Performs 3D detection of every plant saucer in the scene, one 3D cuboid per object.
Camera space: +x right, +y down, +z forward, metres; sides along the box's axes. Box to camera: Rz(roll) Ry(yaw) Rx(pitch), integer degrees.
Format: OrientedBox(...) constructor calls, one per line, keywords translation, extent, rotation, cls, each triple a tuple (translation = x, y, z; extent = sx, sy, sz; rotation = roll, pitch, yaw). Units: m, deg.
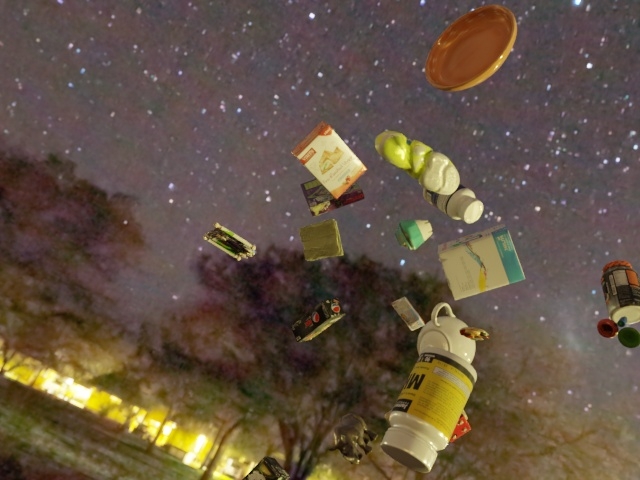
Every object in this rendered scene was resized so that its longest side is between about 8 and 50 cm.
OrientedBox(translation=(0.301, -0.375, 1.268), extent=(0.200, 0.199, 0.037), rotation=(1, -26, 48), cls="plant saucer")

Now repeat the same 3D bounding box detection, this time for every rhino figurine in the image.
OrientedBox(translation=(0.079, 0.522, 1.669), extent=(0.106, 0.073, 0.243), rotation=(44, 11, 7), cls="rhino figurine")

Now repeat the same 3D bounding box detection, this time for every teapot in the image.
OrientedBox(translation=(0.478, 0.416, 2.543), extent=(0.187, 0.256, 0.252), rotation=(5, -42, -48), cls="teapot")

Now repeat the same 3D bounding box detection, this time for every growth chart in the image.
OrientedBox(translation=(-0.287, 0.009, 2.037), extent=(0.172, 0.021, 0.237), rotation=(32, -19, -14), cls="growth chart")

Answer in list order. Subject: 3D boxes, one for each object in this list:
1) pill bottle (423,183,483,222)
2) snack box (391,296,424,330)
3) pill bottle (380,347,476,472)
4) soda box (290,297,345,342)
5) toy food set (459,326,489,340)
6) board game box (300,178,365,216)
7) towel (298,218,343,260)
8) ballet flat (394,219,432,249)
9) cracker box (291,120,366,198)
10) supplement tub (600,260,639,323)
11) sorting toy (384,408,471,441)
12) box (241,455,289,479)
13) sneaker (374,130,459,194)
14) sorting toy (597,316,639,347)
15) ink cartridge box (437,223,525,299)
OrientedBox(translation=(0.377, -0.117, 1.810), extent=(0.169, 0.094, 0.094), rotation=(43, -2, 46), cls="pill bottle")
OrientedBox(translation=(0.369, 0.309, 2.680), extent=(0.064, 0.022, 0.178), rotation=(-28, -57, 17), cls="snack box")
OrientedBox(translation=(0.203, 0.318, 1.206), extent=(0.119, 0.208, 0.119), rotation=(25, -28, 15), cls="pill bottle")
OrientedBox(translation=(-0.008, 0.221, 1.768), extent=(0.060, 0.053, 0.169), rotation=(-5, -27, -43), cls="soda box")
OrientedBox(translation=(0.437, 0.266, 1.818), extent=(0.083, 0.020, 0.083), rotation=(20, -21, -21), cls="toy food set")
OrientedBox(translation=(0.039, -0.193, 2.492), extent=(0.347, 0.208, 0.056), rotation=(-110, 176, -70), cls="board game box")
OrientedBox(translation=(0.000, 0.000, 1.842), extent=(0.148, 0.110, 0.027), rotation=(-11, 3, 43), cls="towel")
OrientedBox(translation=(0.246, -0.024, 1.674), extent=(0.247, 0.087, 0.083), rotation=(-3, 68, -87), cls="ballet flat")
OrientedBox(translation=(0.032, -0.278, 2.230), extent=(0.232, 0.156, 0.067), rotation=(44, 2, -32), cls="cracker box")
OrientedBox(translation=(0.986, 0.167, 2.087), extent=(0.117, 0.190, 0.117), rotation=(4, -40, 4), cls="supplement tub")
OrientedBox(translation=(0.394, 0.649, 2.268), extent=(0.257, 0.256, 0.089), rotation=(60, -4, -36), cls="sorting toy")
OrientedBox(translation=(-0.113, 0.474, 1.256), extent=(0.052, 0.083, 0.062), rotation=(44, -7, 26), cls="box")
OrientedBox(translation=(0.231, -0.200, 1.568), extent=(0.240, 0.091, 0.126), rotation=(32, 8, -21), cls="sneaker")
OrientedBox(translation=(0.709, 0.209, 1.508), extent=(0.102, 0.042, 0.061), rotation=(22, -63, 33), cls="sorting toy")
OrientedBox(translation=(0.606, 0.080, 2.434), extent=(0.270, 0.197, 0.198), rotation=(-20, 5, 13), cls="ink cartridge box")
